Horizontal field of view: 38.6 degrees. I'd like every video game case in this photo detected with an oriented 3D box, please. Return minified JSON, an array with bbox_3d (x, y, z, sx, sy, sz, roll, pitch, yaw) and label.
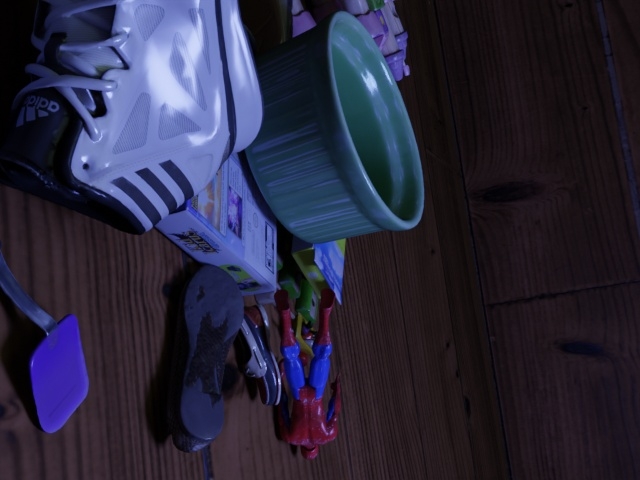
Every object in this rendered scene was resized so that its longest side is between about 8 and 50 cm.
[{"bbox_3d":[-0.130,-0.098,1.158,0.244,0.061,0.269,50,34,-57],"label":"video game case"}]

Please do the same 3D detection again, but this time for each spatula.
[{"bbox_3d":[-0.259,0.030,0.764,0.084,0.030,0.296,-61,137,-58],"label":"spatula"}]

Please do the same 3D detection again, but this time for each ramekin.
[{"bbox_3d":[0.015,-0.141,1.236,0.303,0.148,0.303,49,32,-45],"label":"ramekin"}]

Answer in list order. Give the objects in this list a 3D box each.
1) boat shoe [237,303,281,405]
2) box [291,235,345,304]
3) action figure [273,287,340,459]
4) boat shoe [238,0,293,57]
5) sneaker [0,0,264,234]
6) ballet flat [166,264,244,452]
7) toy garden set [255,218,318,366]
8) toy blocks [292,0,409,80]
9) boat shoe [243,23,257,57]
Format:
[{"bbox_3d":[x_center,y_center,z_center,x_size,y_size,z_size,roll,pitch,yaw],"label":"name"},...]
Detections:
[{"bbox_3d":[-0.084,0.151,1.184,0.043,0.049,0.136,-15,98,-29],"label":"boat shoe"},{"bbox_3d":[0.000,0.000,1.362,0.178,0.043,0.109,-85,154,-43],"label":"box"},{"bbox_3d":[-0.017,0.171,1.250,0.139,0.092,0.280,-90,180,-60],"label":"action figure"},{"bbox_3d":[-0.092,-0.370,1.373,0.092,0.103,0.285,69,13,-67],"label":"boat shoe"},{"bbox_3d":[-0.181,-0.186,0.763,0.257,0.169,0.447,-58,148,-39],"label":"sneaker"},{"bbox_3d":[-0.137,0.130,1.036,0.084,0.058,0.249,25,41,-24],"label":"ballet flat"},{"bbox_3d":[-0.044,0.046,1.341,0.244,0.049,0.203,61,26,-43],"label":"toy garden set"},{"bbox_3d":[0.107,-0.404,1.619,0.260,0.309,0.288,68,21,-13],"label":"toy blocks"},{"bbox_3d":[-0.149,-0.269,1.207,0.183,0.066,0.066,33,53,-51],"label":"boat shoe"}]
